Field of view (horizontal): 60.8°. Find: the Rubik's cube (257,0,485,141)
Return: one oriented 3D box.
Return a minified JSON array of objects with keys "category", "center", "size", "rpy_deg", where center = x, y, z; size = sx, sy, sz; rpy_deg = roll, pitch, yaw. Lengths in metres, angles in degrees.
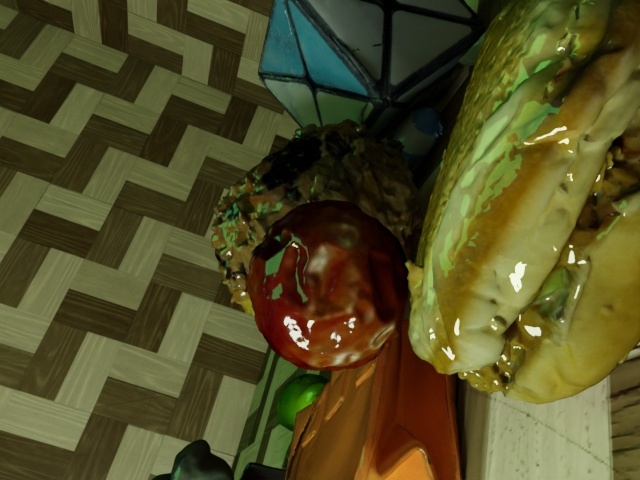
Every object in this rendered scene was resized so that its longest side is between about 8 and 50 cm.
[{"category":"Rubik's cube","center":[0.080,-0.379,1.104],"size":[0.310,0.305,0.307],"rpy_deg":[-39,-4,-23]}]

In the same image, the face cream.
[{"category":"face cream","center":[0.158,-0.161,1.119],"size":[0.149,0.083,0.264],"rpy_deg":[-41,-11,-48]}]

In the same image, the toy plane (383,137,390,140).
[{"category":"toy plane","center":[0.189,-0.252,1.371],"size":[0.060,0.037,0.145],"rpy_deg":[-33,26,35]}]

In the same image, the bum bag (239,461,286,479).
[{"category":"bum bag","center":[-0.074,0.455,0.981],"size":[0.026,0.159,0.109],"rpy_deg":[-110,42,-71]}]

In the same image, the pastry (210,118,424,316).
[{"category":"pastry","center":[-0.010,-0.010,0.948],"size":[0.292,0.337,0.405],"rpy_deg":[19,92,48]}]

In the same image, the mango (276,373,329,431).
[{"category":"mango","center":[-0.023,0.333,1.125],"size":[0.233,0.111,0.125],"rpy_deg":[125,159,-59]}]

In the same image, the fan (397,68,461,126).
[{"category":"fan","center":[0.206,-0.265,1.137],"size":[0.152,0.008,0.227],"rpy_deg":[-36,-9,-20]}]

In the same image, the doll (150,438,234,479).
[{"category":"doll","center":[-0.160,0.510,0.825],"size":[0.252,0.378,0.383],"rpy_deg":[-31,-66,-47]}]

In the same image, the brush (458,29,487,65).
[{"category":"brush","center":[0.285,-0.333,0.933],"size":[0.178,0.033,0.030],"rpy_deg":[144,131,-77]}]

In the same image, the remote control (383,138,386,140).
[{"category":"remote control","center":[0.145,-0.277,1.699],"size":[0.296,0.056,0.140],"rpy_deg":[123,167,-65]}]

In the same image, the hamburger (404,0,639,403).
[{"category":"hamburger","center":[0.172,-0.044,0.437],"size":[0.284,0.174,0.305],"rpy_deg":[-79,11,-67]}]

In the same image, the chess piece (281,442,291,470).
[{"category":"chess piece","center":[-0.059,0.497,1.230],"size":[0.083,0.038,0.084],"rpy_deg":[-162,90,-82]}]

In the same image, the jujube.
[{"category":"jujube","center":[0.011,0.051,0.578],"size":[0.250,0.174,0.174],"rpy_deg":[63,-136,-75]}]

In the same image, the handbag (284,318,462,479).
[{"category":"handbag","center":[0.048,0.286,0.747],"size":[0.304,0.116,0.410],"rpy_deg":[-74,8,-47]}]
